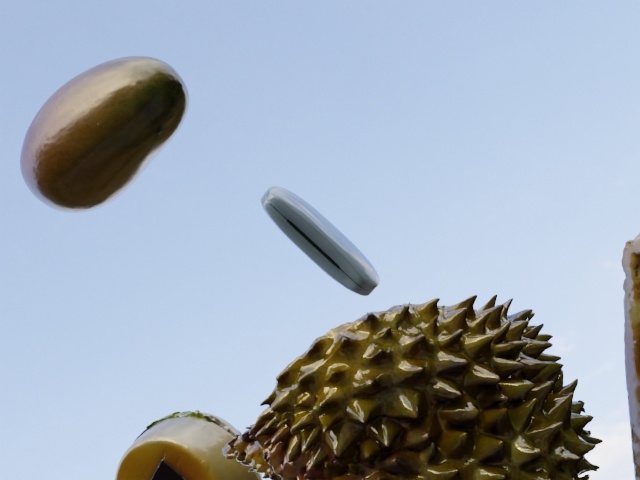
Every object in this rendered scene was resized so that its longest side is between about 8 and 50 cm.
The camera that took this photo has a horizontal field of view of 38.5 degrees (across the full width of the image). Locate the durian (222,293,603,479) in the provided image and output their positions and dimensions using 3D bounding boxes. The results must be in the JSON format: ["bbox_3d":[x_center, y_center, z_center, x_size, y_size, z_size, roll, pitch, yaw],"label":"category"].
[{"bbox_3d":[0.099,0.136,0.661,0.260,0.186,0.153,-20,-31,-34],"label":"durian"}]

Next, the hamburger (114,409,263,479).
[{"bbox_3d":[-0.243,0.463,1.738,0.300,0.300,0.176,-56,-18,22],"label":"hamburger"}]

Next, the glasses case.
[{"bbox_3d":[0.000,0.000,1.110,0.045,0.178,0.067,-49,-6,15],"label":"glasses case"}]

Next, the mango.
[{"bbox_3d":[-0.288,-0.148,1.215,0.254,0.175,0.139,-41,-31,8],"label":"mango"}]

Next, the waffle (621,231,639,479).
[{"bbox_3d":[0.344,0.143,0.704,0.098,0.224,0.327,-10,-85,-29],"label":"waffle"}]
